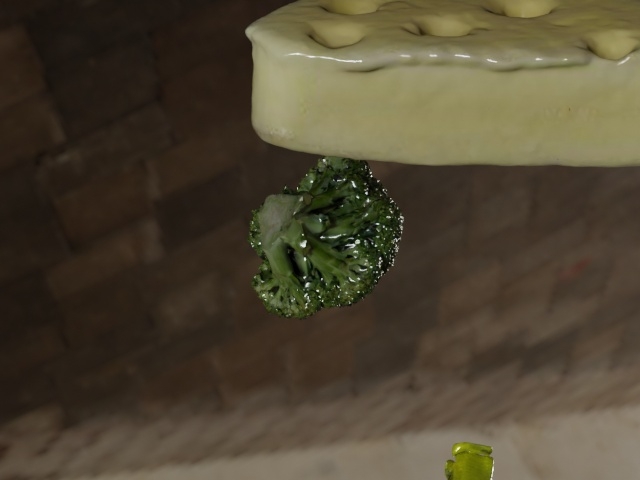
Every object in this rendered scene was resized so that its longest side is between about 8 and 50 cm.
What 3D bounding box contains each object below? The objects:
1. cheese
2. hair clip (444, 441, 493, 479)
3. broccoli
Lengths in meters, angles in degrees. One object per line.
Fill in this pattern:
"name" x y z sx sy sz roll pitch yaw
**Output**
"cheese" 0.105 -0.148 1.654 0.384 0.384 0.104 -14 117 -31
"hair clip" 0.156 0.289 2.127 0.072 0.173 0.046 11 126 -7
"broccoli" 0.000 0.000 1.841 0.138 0.146 0.162 22 115 -46
